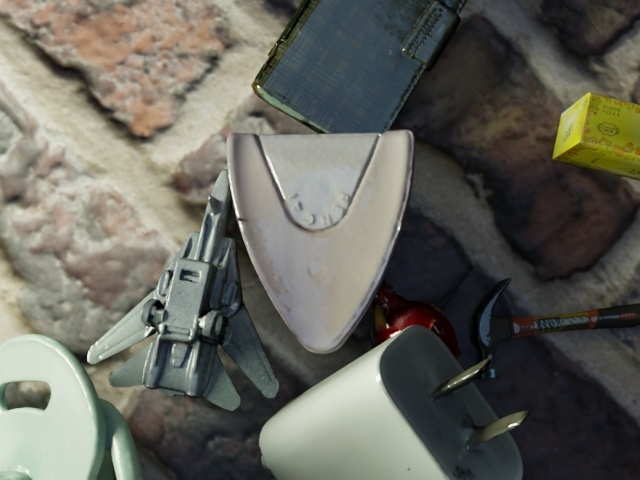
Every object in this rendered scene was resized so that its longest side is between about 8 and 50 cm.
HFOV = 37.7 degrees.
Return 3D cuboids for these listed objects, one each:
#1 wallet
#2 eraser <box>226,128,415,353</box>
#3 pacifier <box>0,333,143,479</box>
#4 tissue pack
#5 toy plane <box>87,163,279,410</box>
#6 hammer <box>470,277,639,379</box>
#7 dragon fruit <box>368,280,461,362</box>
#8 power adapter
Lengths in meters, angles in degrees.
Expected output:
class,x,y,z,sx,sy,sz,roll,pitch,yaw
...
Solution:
class,x,y,z,sx,sy,sz,roll,pitch,yaw
wallet,0.069,-0.261,1.062,0.169,0.044,0.317,31,88,-5
eraser,0.000,0.000,1.010,0.204,0.059,0.243,0,81,1
pacifier,-0.309,0.258,0.868,0.288,0.269,0.343,-11,80,37
tissue pack,0.363,-0.106,1.055,0.176,0.095,0.062,14,82,-3
toy plane,-0.127,0.037,1.002,0.212,0.088,0.267,10,81,10
hammer,0.312,0.089,1.060,0.288,0.033,0.111,-5,84,-5
dragon fruit,0.088,0.088,1.018,0.094,0.094,0.190,-28,75,-7
power adapter,0.087,0.194,0.917,0.255,0.124,0.187,-38,88,36
